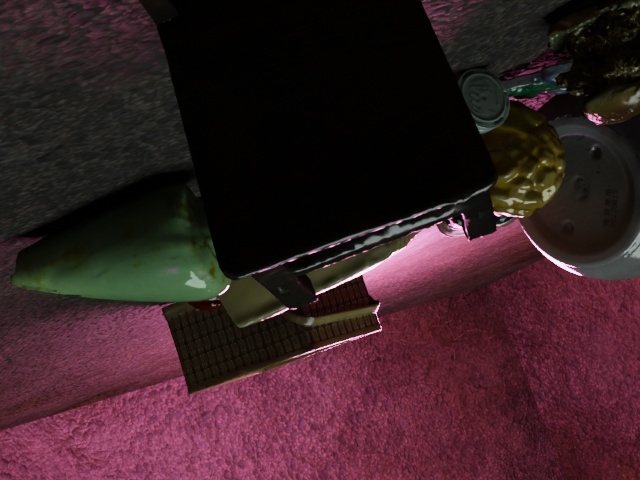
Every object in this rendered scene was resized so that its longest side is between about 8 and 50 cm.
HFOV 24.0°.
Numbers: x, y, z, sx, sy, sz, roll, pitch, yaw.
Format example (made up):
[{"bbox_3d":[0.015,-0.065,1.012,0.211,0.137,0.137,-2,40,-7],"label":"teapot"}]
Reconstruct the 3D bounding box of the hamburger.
[{"bbox_3d":[0.341,-0.206,1.617,0.185,0.131,0.159,-31,171,33],"label":"hamburger"}]

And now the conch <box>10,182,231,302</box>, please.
[{"bbox_3d":[-0.208,0.011,1.714,0.251,0.143,0.137,-11,134,25],"label":"conch"}]

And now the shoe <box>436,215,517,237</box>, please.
[{"bbox_3d":[0.289,-0.059,2.656,0.169,0.071,0.099,-16,168,-7],"label":"shoe"}]

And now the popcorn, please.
[{"bbox_3d":[0.224,-0.103,1.907,0.180,0.170,0.180,5,139,4],"label":"popcorn"}]

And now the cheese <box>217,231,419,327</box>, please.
[{"bbox_3d":[0.000,0.000,1.989,0.243,0.123,0.265,-22,-176,16],"label":"cheese"}]

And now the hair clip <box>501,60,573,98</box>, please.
[{"bbox_3d":[0.296,-0.208,1.825,0.195,0.052,0.124,-15,168,15],"label":"hair clip"}]

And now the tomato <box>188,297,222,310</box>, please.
[{"bbox_3d":[-0.174,0.071,2.322,0.087,0.075,0.087,-21,176,-2],"label":"tomato"}]

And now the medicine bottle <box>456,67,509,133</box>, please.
[{"bbox_3d":[0.136,-0.133,1.800,0.074,0.074,0.218,-16,172,-31],"label":"medicine bottle"}]

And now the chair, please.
[{"bbox_3d":[-0.005,-0.103,1.052,0.203,0.240,0.416,-19,173,4],"label":"chair"}]

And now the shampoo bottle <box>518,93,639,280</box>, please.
[{"bbox_3d":[0.412,-0.090,2.043,0.273,0.273,0.266,-28,175,42],"label":"shampoo bottle"}]

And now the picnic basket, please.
[{"bbox_3d":[-0.081,0.125,2.573,0.313,0.175,0.228,-22,173,36],"label":"picnic basket"}]
